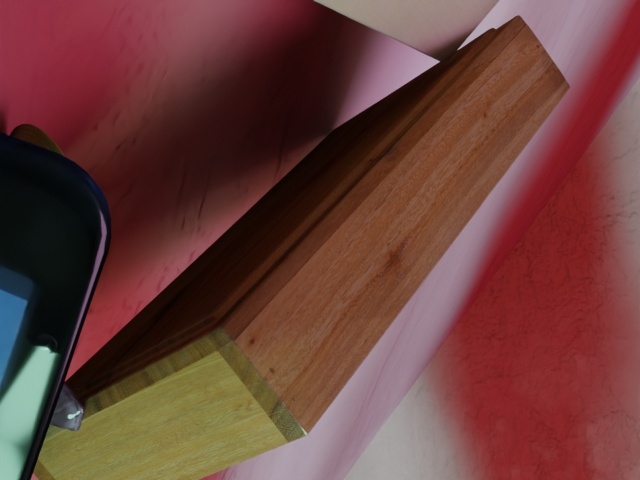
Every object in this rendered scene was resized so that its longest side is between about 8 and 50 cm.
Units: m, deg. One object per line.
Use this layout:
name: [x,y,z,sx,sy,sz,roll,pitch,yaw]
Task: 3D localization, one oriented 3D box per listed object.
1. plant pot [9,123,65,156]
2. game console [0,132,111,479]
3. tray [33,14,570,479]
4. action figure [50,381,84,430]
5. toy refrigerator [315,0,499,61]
plant pot: [-0.164,-0.005,0.572,0.079,0.083,0.083,-24,149,-36]
game console: [-0.233,0.087,0.336,0.250,0.173,0.293,-16,130,-63]
tray: [0.000,0.000,0.764,0.202,0.076,0.411,-30,-167,41]
action figure: [-0.256,0.126,0.549,0.285,0.099,0.185,-26,158,-47]
toy refrigerator: [0.038,-0.188,0.700,0.102,0.094,0.269,-50,164,15]
